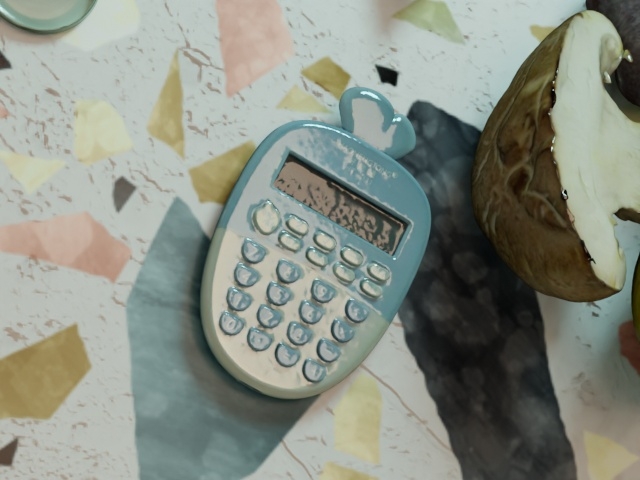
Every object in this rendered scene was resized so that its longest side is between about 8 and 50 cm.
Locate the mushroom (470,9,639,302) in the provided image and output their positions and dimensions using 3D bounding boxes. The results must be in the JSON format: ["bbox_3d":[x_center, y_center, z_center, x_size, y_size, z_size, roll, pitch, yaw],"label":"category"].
[{"bbox_3d":[0.212,-0.072,1.631,0.156,0.151,0.285,24,60,-38],"label":"mushroom"}]

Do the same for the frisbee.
[{"bbox_3d":[-0.249,-0.236,1.553,0.110,0.014,0.110,4,79,-20],"label":"frisbee"}]

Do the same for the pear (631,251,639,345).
[{"bbox_3d":[0.439,-0.004,1.617,0.386,0.340,0.191,-14,67,-45],"label":"pear"}]

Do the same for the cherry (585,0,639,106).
[{"bbox_3d":[0.349,-0.212,1.710,0.176,0.140,0.176,-1,85,7],"label":"cherry"}]

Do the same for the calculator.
[{"bbox_3d":[0.000,0.000,1.588,0.188,0.042,0.302,30,70,-12],"label":"calculator"}]
